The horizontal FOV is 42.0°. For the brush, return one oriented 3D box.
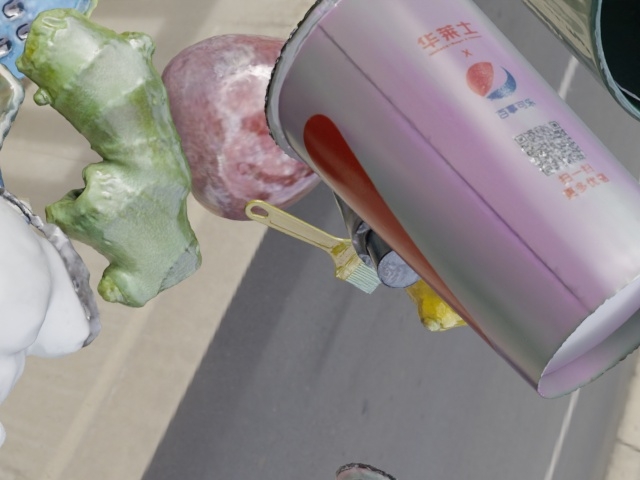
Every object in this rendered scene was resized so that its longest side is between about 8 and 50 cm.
[{"bbox_3d":[0.000,0.000,0.988,0.205,0.083,0.011,25,38,-21],"label":"brush"}]

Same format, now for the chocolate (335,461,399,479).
[{"bbox_3d":[0.056,0.405,1.040,0.147,0.221,0.221,-41,133,-38],"label":"chocolate"}]

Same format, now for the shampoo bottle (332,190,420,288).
[{"bbox_3d":[0.051,-0.032,0.783,0.214,0.072,0.072,-108,-174,-57],"label":"shampoo bottle"}]

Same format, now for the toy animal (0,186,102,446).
[{"bbox_3d":[-0.312,0.070,0.518,0.258,0.193,0.357,59,23,-4],"label":"toy animal"}]

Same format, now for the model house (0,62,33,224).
[{"bbox_3d":[-0.658,-0.156,1.317,0.399,0.445,0.395,-3,67,-35],"label":"model house"}]

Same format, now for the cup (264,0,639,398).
[{"bbox_3d":[0.112,-0.041,0.593,0.203,0.288,0.203,-25,146,-19],"label":"cup"}]

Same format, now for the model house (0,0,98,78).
[{"bbox_3d":[-0.556,-0.422,1.479,0.303,0.237,0.216,-37,133,-25],"label":"model house"}]

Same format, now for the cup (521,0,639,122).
[{"bbox_3d":[0.425,-0.354,0.947,0.310,0.401,0.392,44,15,-28],"label":"cup"}]

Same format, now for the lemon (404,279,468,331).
[{"bbox_3d":[0.183,0.001,1.056,0.187,0.186,0.244,27,79,-59],"label":"lemon"}]

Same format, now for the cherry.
[{"bbox_3d":[-0.102,-0.147,1.074,0.236,0.285,0.213,61,4,-40],"label":"cherry"}]

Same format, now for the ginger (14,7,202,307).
[{"bbox_3d":[-0.191,-0.069,0.773,0.089,0.137,0.290,-111,-164,-64],"label":"ginger"}]
